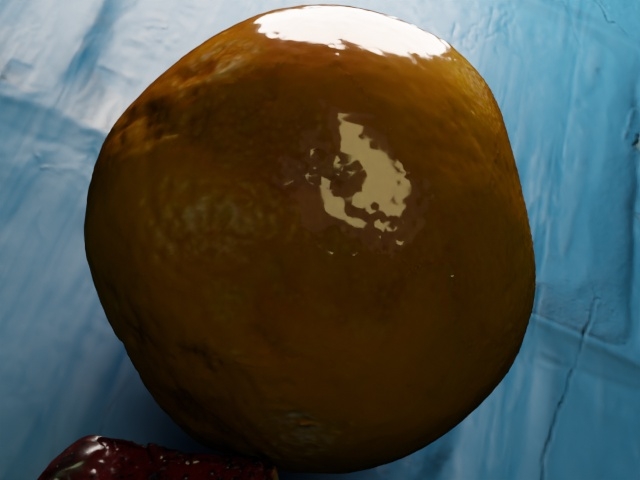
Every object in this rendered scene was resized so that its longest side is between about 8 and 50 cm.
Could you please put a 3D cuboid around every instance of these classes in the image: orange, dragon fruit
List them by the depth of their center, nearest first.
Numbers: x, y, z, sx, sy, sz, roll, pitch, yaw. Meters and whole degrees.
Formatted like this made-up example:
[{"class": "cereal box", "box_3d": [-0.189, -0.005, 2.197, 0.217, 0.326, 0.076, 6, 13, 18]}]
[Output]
[{"class": "dragon fruit", "box_3d": [-0.083, 0.167, 0.635, 0.147, 0.096, 0.102, 7, 31, 39]}, {"class": "orange", "box_3d": [0.000, 0.000, 0.686, 0.261, 0.261, 0.261, 12, 52, -16]}]
